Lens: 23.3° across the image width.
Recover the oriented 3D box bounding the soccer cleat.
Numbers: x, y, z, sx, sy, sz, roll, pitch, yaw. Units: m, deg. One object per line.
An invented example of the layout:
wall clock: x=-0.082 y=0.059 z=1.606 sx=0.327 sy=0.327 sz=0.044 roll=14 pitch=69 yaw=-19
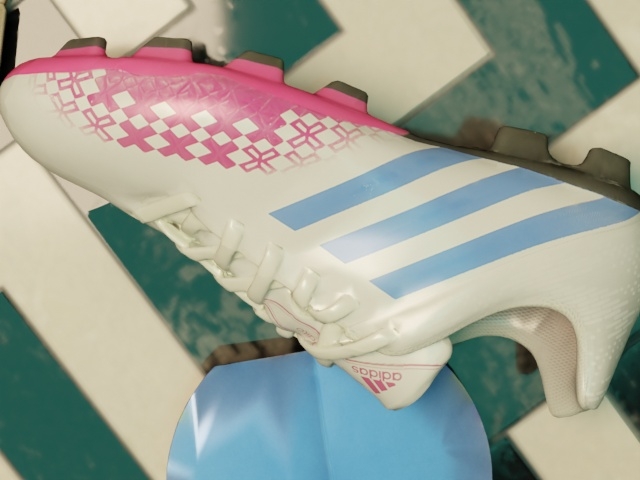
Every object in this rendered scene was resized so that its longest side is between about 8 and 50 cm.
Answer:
soccer cleat: x=0.000 y=0.000 z=0.747 sx=0.331 sy=0.116 sz=0.143 roll=13 pitch=78 yaw=-5

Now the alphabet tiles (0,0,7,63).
alphabet tiles: x=-0.290 y=-0.193 z=0.767 sx=0.285 sy=0.011 sz=0.342 roll=7 pitch=93 yaw=-2

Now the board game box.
board game box: x=0.003 y=0.121 z=0.814 sx=0.169 sy=0.033 sz=0.133 roll=-10 pitch=92 yaw=-6
